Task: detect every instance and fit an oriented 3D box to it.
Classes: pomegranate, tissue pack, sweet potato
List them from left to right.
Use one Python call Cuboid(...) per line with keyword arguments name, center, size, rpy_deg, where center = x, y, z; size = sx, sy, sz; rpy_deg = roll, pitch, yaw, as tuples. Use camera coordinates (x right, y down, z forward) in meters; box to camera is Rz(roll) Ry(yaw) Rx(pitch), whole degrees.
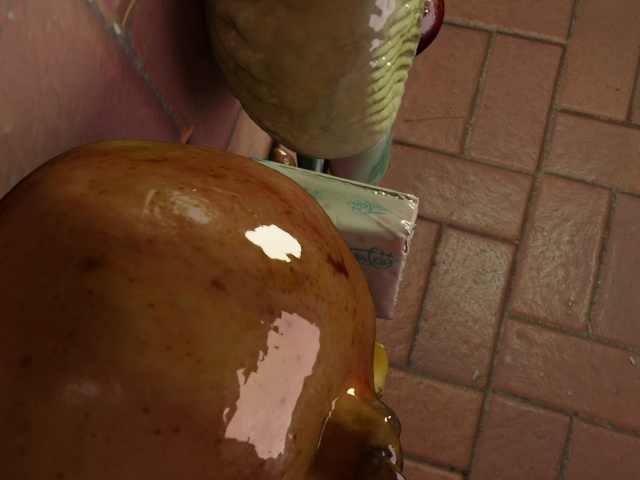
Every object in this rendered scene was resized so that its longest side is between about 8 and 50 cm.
Cuboid(name="pomegranate", center=(-0.088, 0.100, 0.456), size=(0.338, 0.337, 0.339), rpy_deg=(14, 90, -81))
Cuboid(name="sweet potato", center=(-0.064, -0.108, 1.157), size=(0.214, 0.050, 0.050), rpy_deg=(85, 21, -75))
Cuboid(name="tissue pack", center=(0.000, 0.002, 0.992), size=(0.202, 0.270, 0.124), rpy_deg=(94, 12, -48))

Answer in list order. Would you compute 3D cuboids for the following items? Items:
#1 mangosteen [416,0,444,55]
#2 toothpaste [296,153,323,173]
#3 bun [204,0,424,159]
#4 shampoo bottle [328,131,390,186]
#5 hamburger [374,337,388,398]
Cuboid(name="mangosteen", center=(0.143, -0.507, 1.377), size=(0.257, 0.215, 0.215), rpy_deg=(44, 54, -39))
Cuboid(name="toothpaste", center=(-0.013, -0.216, 1.092), size=(0.099, 0.061, 0.393), rpy_deg=(-113, -157, -72))
Cuboid(name="bun", center=(0.005, -0.278, 0.723), size=(0.349, 0.227, 0.353), rpy_deg=(-55, 160, -66))
Cuboid(name="shampoo bottle", center=(0.089, -0.257, 1.519), size=(0.349, 0.151, 0.222), rpy_deg=(77, 35, -72))
Cuboid(name="hamburger", center=(-0.021, 0.236, 1.189), size=(0.304, 0.284, 0.174), rpy_deg=(-43, 144, -74))
